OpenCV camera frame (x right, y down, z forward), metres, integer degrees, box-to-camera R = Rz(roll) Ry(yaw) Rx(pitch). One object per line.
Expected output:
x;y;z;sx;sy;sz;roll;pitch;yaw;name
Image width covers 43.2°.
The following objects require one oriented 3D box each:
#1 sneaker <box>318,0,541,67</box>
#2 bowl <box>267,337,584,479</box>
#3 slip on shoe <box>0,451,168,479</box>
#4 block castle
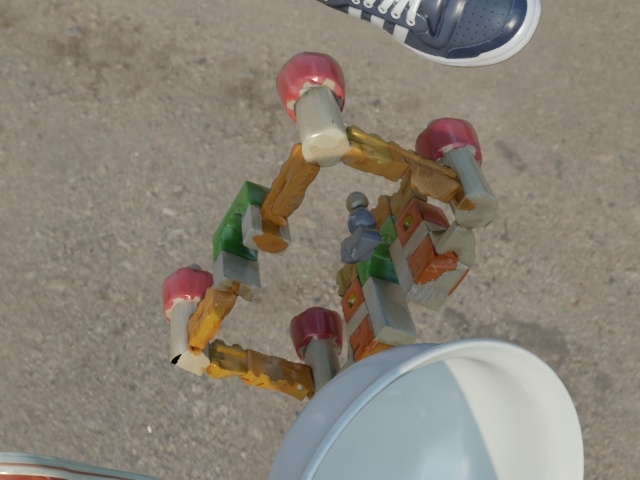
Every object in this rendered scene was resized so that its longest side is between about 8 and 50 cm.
0.050;-0.240;0.723;0.282;0.099;0.153;34;15;38;sneaker
0.064;0.206;0.660;0.298;0.298;0.134;-29;25;-23;bowl
-0.280;0.332;0.995;0.123;0.331;0.101;-12;63;32;slip on shoe
0.000;0.000;1.095;0.303;0.453;0.213;19;33;-23;block castle
